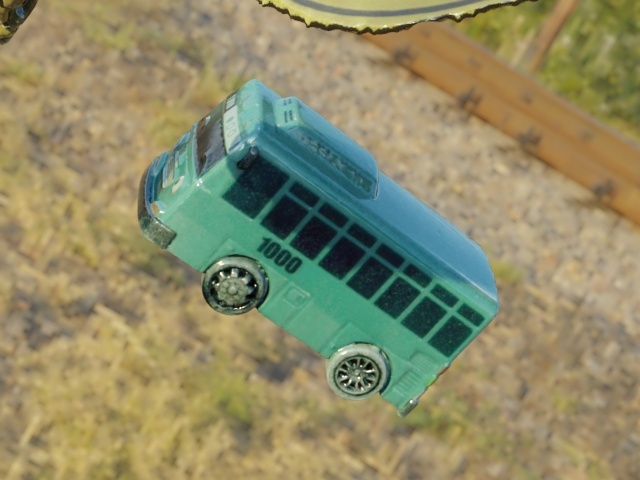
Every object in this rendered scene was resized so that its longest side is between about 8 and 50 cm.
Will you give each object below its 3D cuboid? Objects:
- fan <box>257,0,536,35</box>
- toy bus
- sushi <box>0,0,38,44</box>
[{"bbox_3d":[0.099,-0.173,0.716,0.230,0.335,0.011,-90,163,-44],"label":"fan"},{"bbox_3d":[0.000,0.000,1.328,0.256,0.147,0.128,36,19,-20],"label":"toy bus"},{"bbox_3d":[-0.174,-0.167,0.903,0.097,0.103,0.226,-2,-17,-3],"label":"sushi"}]
